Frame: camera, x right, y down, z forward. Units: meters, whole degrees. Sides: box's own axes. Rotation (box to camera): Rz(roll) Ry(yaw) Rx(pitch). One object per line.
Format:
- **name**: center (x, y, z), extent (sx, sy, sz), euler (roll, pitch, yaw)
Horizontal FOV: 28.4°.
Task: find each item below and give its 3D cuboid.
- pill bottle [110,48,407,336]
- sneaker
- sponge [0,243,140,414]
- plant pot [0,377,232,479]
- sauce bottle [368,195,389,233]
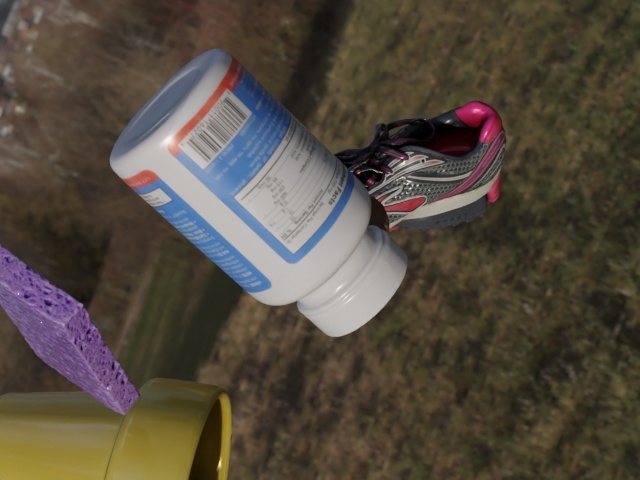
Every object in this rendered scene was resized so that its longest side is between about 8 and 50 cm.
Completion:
- **pill bottle**: center (-0.040, -0.029, 0.961), extent (0.124, 0.221, 0.124), euler (-39, 21, 18)
- **sneaker**: center (0.048, -0.060, 1.259), extent (0.121, 0.299, 0.112), euler (53, 155, 32)
- **sponge**: center (-0.240, 0.083, 1.159), extent (0.031, 0.117, 0.210), euler (-50, -23, -20)
- **plant pot**: center (-0.237, 0.260, 1.340), extent (0.254, 0.239, 0.253), euler (10, -90, -84)
- **sauce bottle**: center (0.000, 0.000, 1.103), extent (0.128, 0.042, 0.042), euler (-23, 44, 33)
